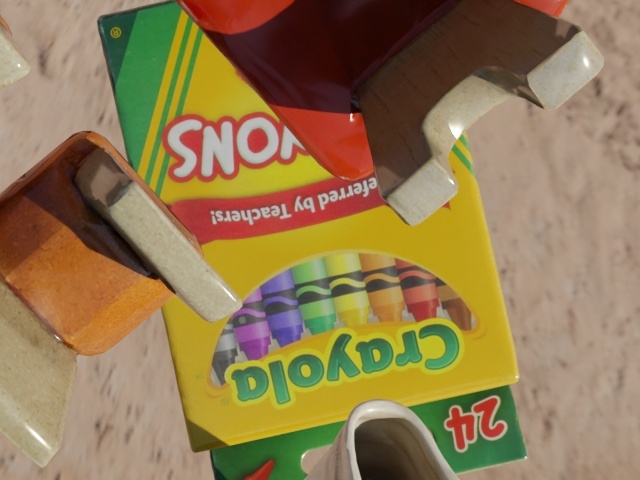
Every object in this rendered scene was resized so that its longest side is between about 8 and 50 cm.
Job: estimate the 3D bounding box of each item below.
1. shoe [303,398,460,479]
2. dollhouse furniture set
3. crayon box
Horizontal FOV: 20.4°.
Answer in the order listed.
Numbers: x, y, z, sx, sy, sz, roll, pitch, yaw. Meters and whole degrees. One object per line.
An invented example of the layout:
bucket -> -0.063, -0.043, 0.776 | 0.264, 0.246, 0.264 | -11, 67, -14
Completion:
shoe -> 0.033, 0.128, 0.421 | 0.076, 0.219, 0.058 | 5, 128, -24
dollhouse furniture set -> -0.040, -0.126, 0.421 | 0.262, 0.135, 0.259 | -39, 114, 5
crayon box -> 0.000, 0.000, 1.074 | 0.202, 0.081, 0.318 | -14, 87, 2
